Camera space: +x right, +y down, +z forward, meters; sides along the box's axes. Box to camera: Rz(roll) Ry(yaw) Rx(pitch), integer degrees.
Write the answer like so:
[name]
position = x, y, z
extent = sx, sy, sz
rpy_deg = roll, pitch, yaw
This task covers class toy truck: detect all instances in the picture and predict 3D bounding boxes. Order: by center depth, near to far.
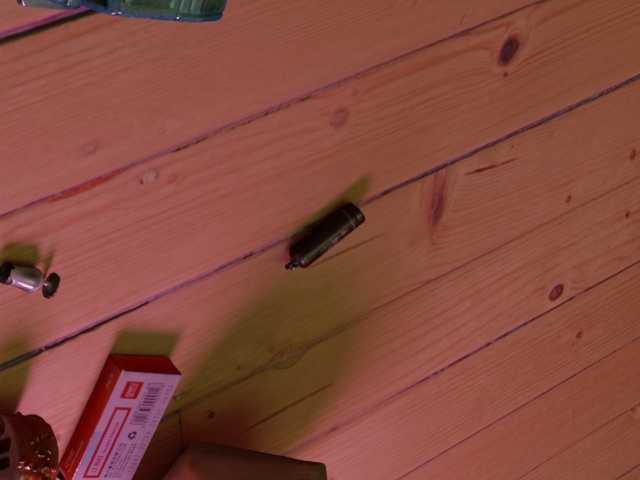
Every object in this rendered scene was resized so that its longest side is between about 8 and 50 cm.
[toy truck]
position = -0.235, -0.340, 1.512
extent = 0.278, 0.156, 0.155
rpy_deg = -4, 122, -42

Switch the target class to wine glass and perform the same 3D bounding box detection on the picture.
[wine glass]
position = -0.400, 0.054, 1.757
extent = 0.083, 0.042, 0.039
rpy_deg = 17, 70, -45

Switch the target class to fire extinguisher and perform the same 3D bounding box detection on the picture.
[fire extinguisher]
position = 0.000, 0.000, 2.078
extent = 0.158, 0.043, 0.064
rpy_deg = -38, -179, -13

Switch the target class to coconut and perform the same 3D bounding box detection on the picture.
[coconut]
position = -0.129, 0.517, 2.094
extent = 0.415, 0.415, 0.344
rpy_deg = -51, 143, 1

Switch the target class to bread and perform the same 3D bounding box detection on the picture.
[bread]
position = -0.443, 0.320, 1.831
extent = 0.073, 0.160, 0.160
rpy_deg = 17, 108, -45

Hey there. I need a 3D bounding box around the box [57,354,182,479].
[box]
position = -0.314, 0.285, 2.003
extent = 0.123, 0.050, 0.229
rpy_deg = 9, 114, -44
